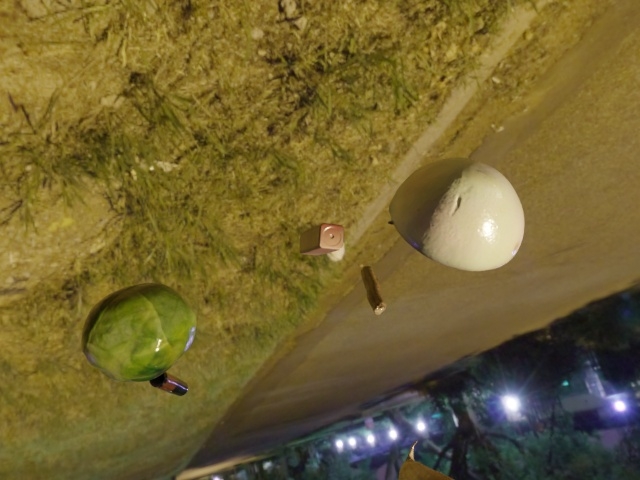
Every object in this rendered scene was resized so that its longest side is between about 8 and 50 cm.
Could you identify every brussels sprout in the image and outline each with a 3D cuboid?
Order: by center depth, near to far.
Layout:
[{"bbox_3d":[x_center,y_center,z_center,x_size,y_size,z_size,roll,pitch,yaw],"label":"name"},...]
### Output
[{"bbox_3d":[-0.419,0.213,1.130,0.271,0.210,0.219,-35,-176,35],"label":"brussels sprout"}]

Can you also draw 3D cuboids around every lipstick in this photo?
[{"bbox_3d":[0.000,0.000,0.901,0.045,0.045,0.145,4,174,-15],"label":"lipstick"},{"bbox_3d":[-0.485,0.464,1.627,0.057,0.057,0.357,-12,161,-9],"label":"lipstick"}]

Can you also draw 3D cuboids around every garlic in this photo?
[{"bbox_3d":[0.249,0.523,0.987,0.244,0.164,0.145,14,167,46],"label":"garlic"}]

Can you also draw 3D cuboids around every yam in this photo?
[{"bbox_3d":[0.176,0.164,1.682,0.056,0.241,0.057,-3,119,-5],"label":"yam"}]

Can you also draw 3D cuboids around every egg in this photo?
[{"bbox_3d":[0.279,-0.065,0.936,0.270,0.206,0.162,6,128,-9],"label":"egg"}]
